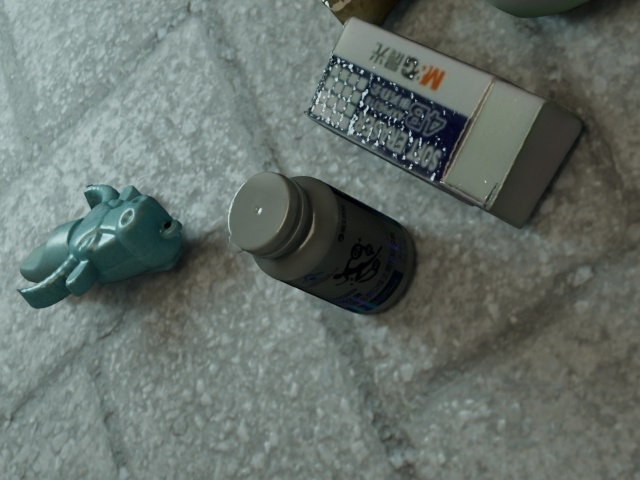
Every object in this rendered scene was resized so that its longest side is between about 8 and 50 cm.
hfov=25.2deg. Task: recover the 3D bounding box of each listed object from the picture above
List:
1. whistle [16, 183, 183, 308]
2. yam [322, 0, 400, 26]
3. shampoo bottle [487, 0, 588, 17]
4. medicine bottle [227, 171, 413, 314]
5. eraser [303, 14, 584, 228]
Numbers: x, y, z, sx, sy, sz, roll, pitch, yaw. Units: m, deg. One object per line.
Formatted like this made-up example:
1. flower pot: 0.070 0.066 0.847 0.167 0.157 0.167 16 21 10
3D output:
1. whistle: -0.263 0.007 1.717 0.274 0.093 0.186 -13 38 40
2. yam: 0.138 -0.362 1.530 0.357 0.081 0.081 -47 49 17
3. shampoo bottle: 0.282 -0.373 1.357 0.349 0.151 0.222 -33 66 28
4. medicine bottle: 0.000 0.000 1.420 0.107 0.191 0.107 -17 62 35
5. eraser: 0.117 -0.124 1.444 0.287 0.086 0.130 33 97 43
